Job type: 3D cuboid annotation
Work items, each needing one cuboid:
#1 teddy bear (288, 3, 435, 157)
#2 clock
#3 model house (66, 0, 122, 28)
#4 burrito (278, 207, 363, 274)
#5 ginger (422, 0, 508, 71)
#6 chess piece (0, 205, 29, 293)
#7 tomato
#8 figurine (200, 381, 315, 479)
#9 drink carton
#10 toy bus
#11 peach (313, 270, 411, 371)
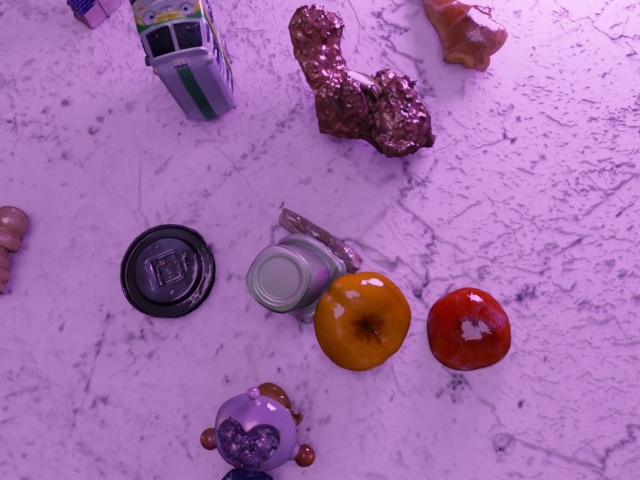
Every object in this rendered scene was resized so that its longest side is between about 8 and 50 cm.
[{"bbox_3d":[0.083,-0.298,1.113,0.222,0.246,0.296,-4,104,22],"label":"teddy bear"},{"bbox_3d":[-0.291,0.060,1.143,0.184,0.040,0.184,-1,75,5],"label":"clock"},{"bbox_3d":[-0.508,-0.535,1.287,0.088,0.100,0.101,39,82,13],"label":"model house"},{"bbox_3d":[0.000,0.000,1.135,0.185,0.041,0.045,31,71,10],"label":"burrito"},{"bbox_3d":[0.276,-0.474,1.218,0.131,0.086,0.294,-28,69,20],"label":"ginger"},{"bbox_3d":[-0.630,0.014,1.165,0.094,0.094,0.170,17,70,9],"label":"chess piece"},{"bbox_3d":[0.266,0.153,1.057,0.155,0.069,0.156,-1,74,4],"label":"tomato"},{"bbox_3d":[-0.128,0.382,1.004,0.194,0.133,0.274,29,90,12],"label":"figurine"},{"bbox_3d":[-0.055,0.063,1.055,0.144,0.142,0.146,35,98,14],"label":"drink carton"},{"bbox_3d":[-0.246,-0.349,1.128,0.133,0.276,0.165,-14,78,2],"label":"toy bus"},{"bbox_3d":[0.071,0.141,1.046,0.179,0.103,0.179,-3,102,-16],"label":"peach"}]
